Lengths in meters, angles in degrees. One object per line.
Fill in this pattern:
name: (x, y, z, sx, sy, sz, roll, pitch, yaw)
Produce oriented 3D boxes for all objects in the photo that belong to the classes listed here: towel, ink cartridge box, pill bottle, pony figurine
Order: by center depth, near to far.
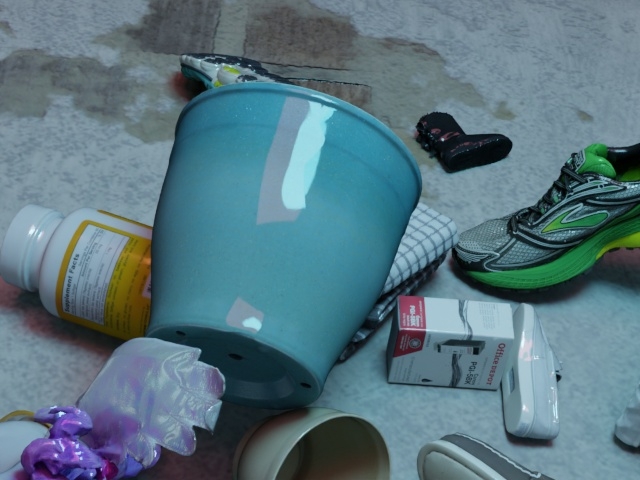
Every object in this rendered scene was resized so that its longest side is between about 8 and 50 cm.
pony figurine: (-0.252, 0.222, 1.104, 0.363, 0.302, 0.351, -5, 16, -37)
ink cartridge box: (0.151, 0.121, 1.385, 0.135, 0.099, 0.056, 4, 44, -3)
pill bottle: (-0.242, 0.040, 1.385, 0.246, 0.136, 0.136, 18, 45, 10)
towel: (0.000, 0.000, 1.480, 0.284, 0.121, 0.235, 32, 47, 25)

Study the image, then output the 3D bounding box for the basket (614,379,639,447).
basket: (0.545, 0.086, 1.323, 0.266, 0.328, 0.331, 28, 46, 14)

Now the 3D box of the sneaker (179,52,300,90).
sneaker: (-0.128, -0.200, 1.675, 0.107, 0.110, 0.275, 0, 24, -32)

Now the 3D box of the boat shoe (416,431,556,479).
boat shoe: (0.243, 0.304, 1.203, 0.324, 0.116, 0.097, 37, 46, 22)

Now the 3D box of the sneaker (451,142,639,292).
sneaker: (0.320, -0.049, 1.487, 0.344, 0.146, 0.134, -24, 31, 17)

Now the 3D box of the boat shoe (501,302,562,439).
boat shoe: (0.255, 0.154, 1.395, 0.063, 0.066, 0.184, 17, 40, -11)

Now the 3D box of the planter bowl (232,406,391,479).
planter bowl: (-0.023, 0.240, 1.212, 0.162, 0.162, 0.109, -29, 28, -32)

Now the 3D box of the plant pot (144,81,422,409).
plant pot: (-0.054, 0.022, 1.201, 0.272, 0.271, 0.255, 13, 60, 5)

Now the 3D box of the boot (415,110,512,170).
boot: (0.205, -0.151, 1.718, 0.121, 0.045, 0.099, -15, 45, -22)
